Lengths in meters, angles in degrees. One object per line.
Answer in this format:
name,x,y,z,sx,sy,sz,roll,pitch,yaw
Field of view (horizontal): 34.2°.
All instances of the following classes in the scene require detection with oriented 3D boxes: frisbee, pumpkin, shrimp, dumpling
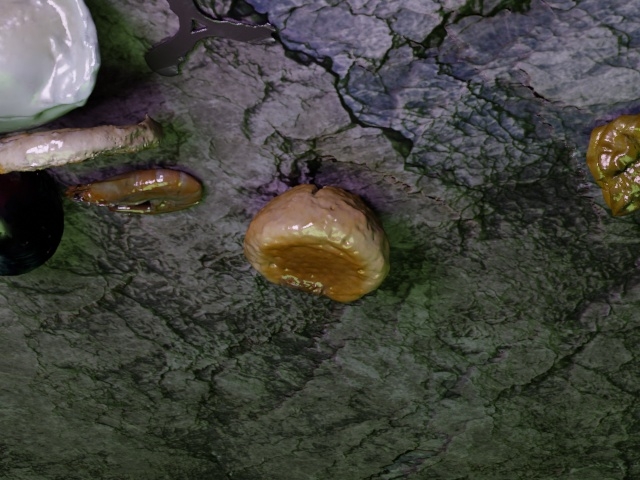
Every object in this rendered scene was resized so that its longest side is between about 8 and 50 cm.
frisbee,-0.153,-0.290,1.423,0.188,0.012,0.211,8,144,-8
pumpkin,-0.530,-0.039,1.684,0.233,0.163,0.233,4,146,3
shrimp,-0.308,-0.075,1.722,0.236,0.053,0.133,-6,164,7
dumpling,-0.437,-0.238,1.355,0.321,0.211,0.270,-9,141,-1

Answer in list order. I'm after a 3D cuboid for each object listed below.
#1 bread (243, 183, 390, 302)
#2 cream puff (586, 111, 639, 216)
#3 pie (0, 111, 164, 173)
bread,0.000,0.000,1.715,0.245,0.134,0.244,5,147,3
cream puff,0.461,-0.110,1.531,0.146,0.116,0.146,5,147,3
pie,-0.358,-0.137,1.490,0.274,0.055,0.274,-10,-172,1
